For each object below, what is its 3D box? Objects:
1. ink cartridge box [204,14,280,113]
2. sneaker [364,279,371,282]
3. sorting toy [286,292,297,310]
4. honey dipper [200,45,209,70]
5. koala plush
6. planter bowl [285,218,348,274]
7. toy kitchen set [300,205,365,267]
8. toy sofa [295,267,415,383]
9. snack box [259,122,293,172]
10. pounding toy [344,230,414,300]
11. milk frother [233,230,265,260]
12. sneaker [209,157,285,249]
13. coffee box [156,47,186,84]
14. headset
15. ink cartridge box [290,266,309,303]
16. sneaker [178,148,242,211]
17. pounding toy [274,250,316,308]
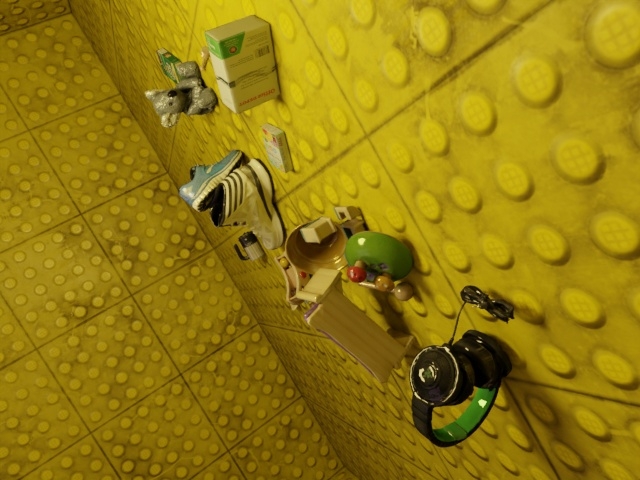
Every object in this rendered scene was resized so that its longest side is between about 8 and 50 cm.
[{"bbox_3d":[-0.205,-0.471,1.272,0.087,0.153,0.208,44,154,35],"label":"ink cartridge box"},{"bbox_3d":[0.136,0.110,1.497,0.083,0.031,0.035,66,172,-8],"label":"sneaker"},{"bbox_3d":[-0.146,0.295,2.370,0.075,0.045,0.083,35,150,61],"label":"sorting toy"},{"bbox_3d":[-0.414,-0.644,1.683,0.030,0.031,0.161,61,163,-7],"label":"honey dipper"},{"bbox_3d":[-0.550,-0.546,1.845,0.196,0.221,0.203,58,160,1],"label":"koala plush"},{"bbox_3d":[0.000,0.000,1.491,0.090,0.218,0.217,-89,-13,-52],"label":"planter bowl"},{"bbox_3d":[0.048,0.018,1.351,0.122,0.166,0.207,3,122,59],"label":"toy kitchen set"},{"bbox_3d":[0.094,0.257,1.428,0.363,0.177,0.150,41,165,-19],"label":"toy sofa"},{"bbox_3d":[-0.142,-0.299,1.532,0.100,0.037,0.141,39,153,43],"label":"snack box"},{"bbox_3d":[0.144,0.093,1.231,0.183,0.110,0.236,6,140,24],"label":"pounding toy"},{"bbox_3d":[-0.360,0.025,2.420,0.134,0.129,0.143,64,-158,-13],"label":"milk frother"},{"bbox_3d":[-0.305,-0.093,1.875,0.169,0.258,0.447,41,154,38],"label":"sneaker"},{"bbox_3d":[-0.637,-0.741,2.023,0.184,0.041,0.113,43,154,35],"label":"coffee box"},{"bbox_3d":[0.330,0.289,1.040,0.185,0.244,0.393,25,121,54],"label":"headset"},{"bbox_3d":[-0.096,0.194,2.081,0.181,0.062,0.104,25,141,56],"label":"ink cartridge box"},{"bbox_3d":[-0.421,-0.261,1.825,0.147,0.330,0.129,32,142,5],"label":"sneaker"},{"bbox_3d":[-0.103,0.175,1.874,0.155,0.154,0.269,-30,91,42],"label":"pounding toy"}]
